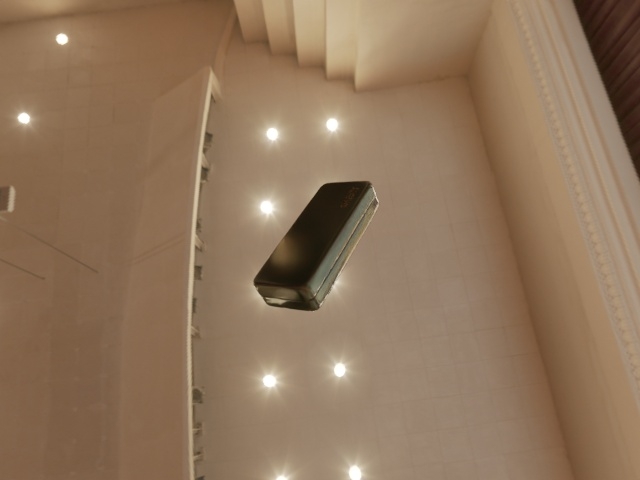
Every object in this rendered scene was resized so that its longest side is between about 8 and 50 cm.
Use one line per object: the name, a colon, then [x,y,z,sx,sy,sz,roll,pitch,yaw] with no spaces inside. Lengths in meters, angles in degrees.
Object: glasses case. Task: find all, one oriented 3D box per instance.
glasses case: [0.000,0.000,0.579,0.077,0.040,0.184,1,-137,36]
